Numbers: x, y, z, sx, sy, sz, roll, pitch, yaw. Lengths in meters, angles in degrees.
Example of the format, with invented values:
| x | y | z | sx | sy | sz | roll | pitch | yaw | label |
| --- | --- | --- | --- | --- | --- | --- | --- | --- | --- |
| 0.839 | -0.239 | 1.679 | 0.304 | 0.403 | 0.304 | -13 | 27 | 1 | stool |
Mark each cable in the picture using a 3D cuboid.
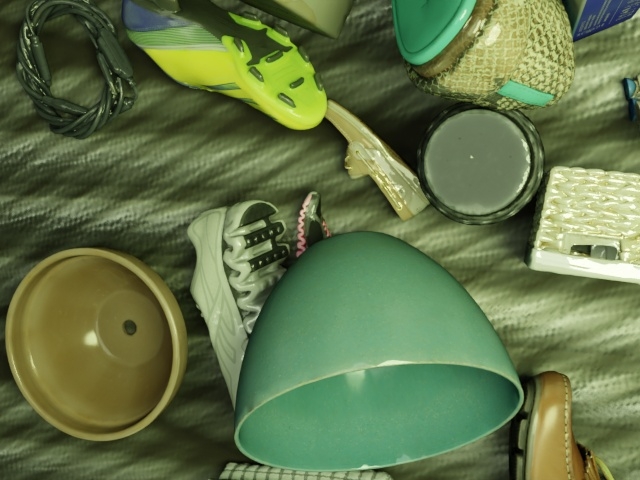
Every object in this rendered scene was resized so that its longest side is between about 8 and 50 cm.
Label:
| x | y | z | sx | sy | sz | roll | pitch | yaw | label |
| --- | --- | --- | --- | --- | --- | --- | --- | --- | --- |
| -0.321 | -0.226 | 0.955 | 0.150 | 0.047 | 0.185 | -32 | 90 | 21 | cable |

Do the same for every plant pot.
| x | y | z | sx | sy | sz | roll | pitch | yaw | label |
| --- | --- | --- | --- | --- | --- | --- | --- | --- | --- |
| -0.264 | 0.121 | 0.941 | 0.237 | 0.110 | 0.237 | 2 | 97 | 15 | plant pot |
| 0.047 | 0.107 | 0.798 | 0.290 | 0.290 | 0.195 | -20 | 55 | 16 | plant pot |

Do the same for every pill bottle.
| x | y | z | sx | sy | sz | roll | pitch | yaw | label |
| --- | --- | --- | --- | --- | --- | --- | --- | --- | --- |
| 0.162 | -0.079 | 0.749 | 0.122 | 0.219 | 0.123 | 2 | 97 | 14 | pill bottle |

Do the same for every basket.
| x | y | z | sx | sy | sz | roll | pitch | yaw | label |
| --- | --- | --- | --- | --- | --- | --- | --- | --- | --- |
| 0.273 | -0.016 | 0.760 | 0.113 | 0.167 | 0.103 | 8 | 92 | 13 | basket |

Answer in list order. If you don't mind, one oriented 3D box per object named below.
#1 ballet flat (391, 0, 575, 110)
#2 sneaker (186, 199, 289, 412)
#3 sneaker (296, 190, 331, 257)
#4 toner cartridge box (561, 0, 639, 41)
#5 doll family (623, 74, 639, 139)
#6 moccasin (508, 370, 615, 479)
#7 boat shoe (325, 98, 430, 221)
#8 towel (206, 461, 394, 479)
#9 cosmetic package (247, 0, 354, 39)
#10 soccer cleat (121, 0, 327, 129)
| x | y | z | sx | sy | sz | roll | pitch | yaw | label |
| --- | --- | --- | --- | --- | --- | --- | --- | --- | --- |
| 0.132 | -0.308 | 0.731 | 0.164 | 0.182 | 0.483 | -42 | 44 | 40 | ballet flat |
| -0.095 | 0.097 | 0.908 | 0.118 | 0.110 | 0.292 | -1 | 98 | 34 | sneaker |
| 0.000 | 0.000 | 0.895 | 0.057 | 0.047 | 0.119 | 5 | 105 | 8 | sneaker |
| 0.228 | -0.282 | 0.643 | 0.075 | 0.348 | 0.165 | -22 | 90 | 17 | toner cartridge box |
| 0.410 | -0.078 | 0.737 | 0.163 | 0.118 | 0.263 | -10 | 94 | 15 | doll family |
| 0.291 | 0.323 | 0.803 | 0.146 | 0.139 | 0.380 | -12 | 93 | 15 | moccasin |
| 0.056 | -0.091 | 0.857 | 0.170 | 0.063 | 0.059 | 45 | 102 | 7 | boat shoe |
| -0.019 | 0.424 | 0.906 | 0.235 | 0.121 | 0.284 | -3 | 95 | 16 | towel |
| -0.065 | -0.300 | 0.739 | 0.160 | 0.309 | 0.113 | 25 | 101 | 12 | cosmetic package |
| -0.114 | -0.212 | 0.881 | 0.289 | 0.093 | 0.121 | 36 | 143 | 10 | soccer cleat |
